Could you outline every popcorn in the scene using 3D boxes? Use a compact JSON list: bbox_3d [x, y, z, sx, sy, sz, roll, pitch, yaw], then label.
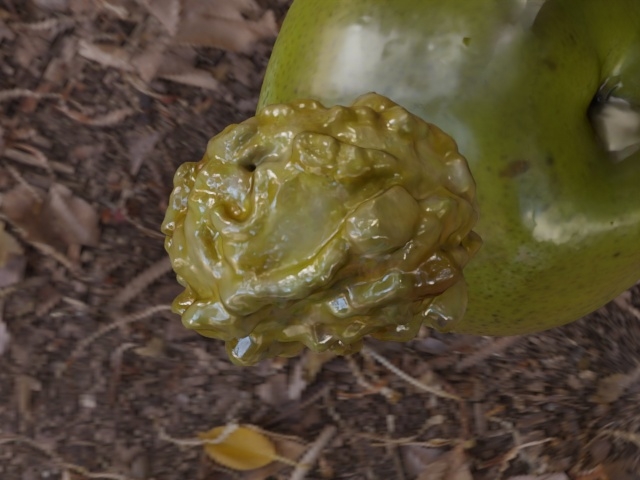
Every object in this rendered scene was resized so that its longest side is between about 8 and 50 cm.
[{"bbox_3d":[0.000,0.000,0.401,0.082,0.083,0.057,-15,64,-2],"label":"popcorn"}]

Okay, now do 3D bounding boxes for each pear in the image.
[{"bbox_3d":[0.099,-0.074,0.987,0.294,0.294,0.294,-1,84,13],"label":"pear"}]
